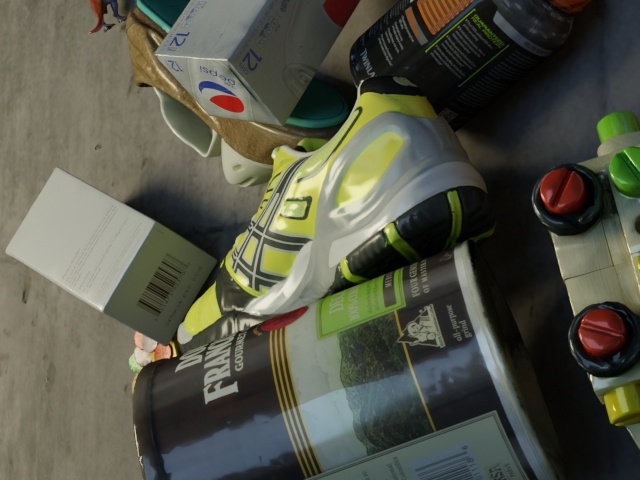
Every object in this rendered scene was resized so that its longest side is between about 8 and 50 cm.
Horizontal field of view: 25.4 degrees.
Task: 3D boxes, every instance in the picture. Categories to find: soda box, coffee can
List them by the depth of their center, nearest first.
[{"bbox_3d":[0.024,0.141,1.084,0.275,0.201,0.202,-22,66,11],"label":"coffee can"},{"bbox_3d":[-0.020,-0.241,1.252,0.098,0.091,0.286,10,62,42],"label":"soda box"}]

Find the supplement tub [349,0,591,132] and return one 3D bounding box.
[{"bbox_3d":[0.125,-0.174,1.170,0.190,0.117,0.117,-38,59,30],"label":"supplement tub"}]

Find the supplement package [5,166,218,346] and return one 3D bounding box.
[{"bbox_3d":[-0.212,0.015,1.434,0.179,0.105,0.105,27,85,42],"label":"supplement package"}]

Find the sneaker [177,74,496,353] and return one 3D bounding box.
[{"bbox_3d":[0.000,0.000,1.211,0.384,0.145,0.147,-36,63,44],"label":"sneaker"}]

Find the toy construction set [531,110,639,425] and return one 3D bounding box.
[{"bbox_3d":[0.264,0.016,0.925,0.215,0.151,0.328,-17,49,14],"label":"toy construction set"}]

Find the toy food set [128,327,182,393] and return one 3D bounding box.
[{"bbox_3d":[-0.165,0.121,1.443,0.083,0.020,0.083,-30,63,35],"label":"toy food set"}]

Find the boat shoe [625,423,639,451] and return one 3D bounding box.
[{"bbox_3d":[0.303,0.175,0.965,0.103,0.113,0.302,-38,59,7],"label":"boat shoe"}]

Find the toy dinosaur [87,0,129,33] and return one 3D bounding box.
[{"bbox_3d":[-0.240,-0.274,1.554,0.047,0.090,0.082,-29,95,18],"label":"toy dinosaur"}]

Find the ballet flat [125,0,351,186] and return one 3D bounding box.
[{"bbox_3d":[-0.087,-0.128,1.371,0.342,0.116,0.124,36,126,40],"label":"ballet flat"}]
